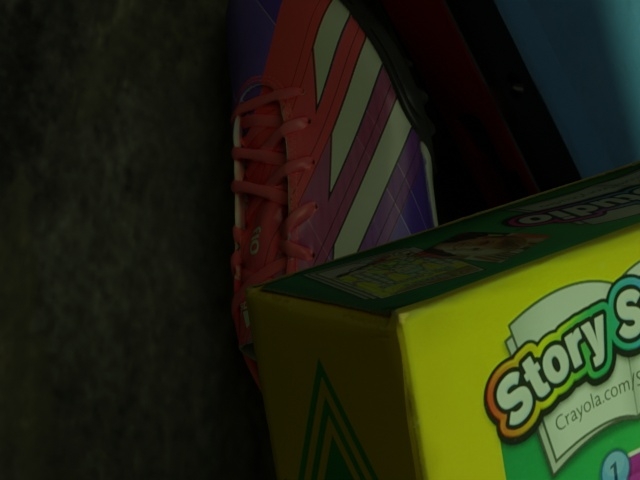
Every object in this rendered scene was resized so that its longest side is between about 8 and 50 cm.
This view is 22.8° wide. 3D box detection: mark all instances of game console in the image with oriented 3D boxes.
[{"bbox_3d":[0.162,-0.164,0.905,0.342,0.060,0.386,-46,117,-37],"label":"game console"}]

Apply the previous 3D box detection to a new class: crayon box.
[{"bbox_3d":[0.160,0.128,0.731,0.363,0.106,0.313,-17,102,-36],"label":"crayon box"}]

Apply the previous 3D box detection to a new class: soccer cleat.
[{"bbox_3d":[0.000,0.000,0.785,0.116,0.108,0.318,-10,74,-31],"label":"soccer cleat"}]
